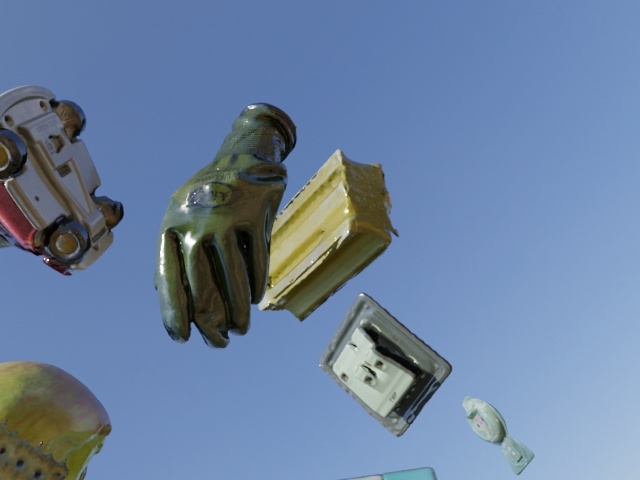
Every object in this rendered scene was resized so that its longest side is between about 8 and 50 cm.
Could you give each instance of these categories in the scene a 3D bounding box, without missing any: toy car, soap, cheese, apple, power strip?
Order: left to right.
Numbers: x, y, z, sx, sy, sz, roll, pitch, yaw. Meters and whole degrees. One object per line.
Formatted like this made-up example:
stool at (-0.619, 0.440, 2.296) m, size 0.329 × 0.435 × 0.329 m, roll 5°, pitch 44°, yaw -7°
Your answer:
apple at (-0.424, 0.292, 0.870) m, size 0.246 × 0.246 × 0.226 m, roll -50°, pitch -5°, yaw 16°
toy car at (-0.233, -0.036, 0.492) m, size 0.112 × 0.112 × 0.139 m, roll -17°, pitch -70°, yaw 14°
soap at (-0.002, 0.000, 0.852) m, size 0.076 × 0.135 × 0.233 m, roll 17°, pitch -38°, yaw -29°
power strip at (0.120, 0.278, 1.374) m, size 0.092 × 0.251 × 0.257 m, roll -37°, pitch -21°, yaw -53°
cheese at (0.247, 0.269, 0.908) m, size 0.026 × 0.120 × 0.067 m, roll -23°, pitch -35°, yaw -31°

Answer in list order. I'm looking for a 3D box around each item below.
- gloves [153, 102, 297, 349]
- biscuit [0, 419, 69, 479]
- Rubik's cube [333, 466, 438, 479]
gloves at (-0.093, -0.024, 0.634) m, size 0.135 × 0.268 × 0.107 m, roll -10°, pitch -34°, yaw 35°
biscuit at (-0.324, 0.236, 0.606) m, size 0.203 × 0.144 × 0.016 m, roll 40°, pitch -54°, yaw -15°
Rubik's cube at (0.102, 0.719, 1.305) m, size 0.347 × 0.347 × 0.344 m, roll -5°, pitch -55°, yaw -2°
